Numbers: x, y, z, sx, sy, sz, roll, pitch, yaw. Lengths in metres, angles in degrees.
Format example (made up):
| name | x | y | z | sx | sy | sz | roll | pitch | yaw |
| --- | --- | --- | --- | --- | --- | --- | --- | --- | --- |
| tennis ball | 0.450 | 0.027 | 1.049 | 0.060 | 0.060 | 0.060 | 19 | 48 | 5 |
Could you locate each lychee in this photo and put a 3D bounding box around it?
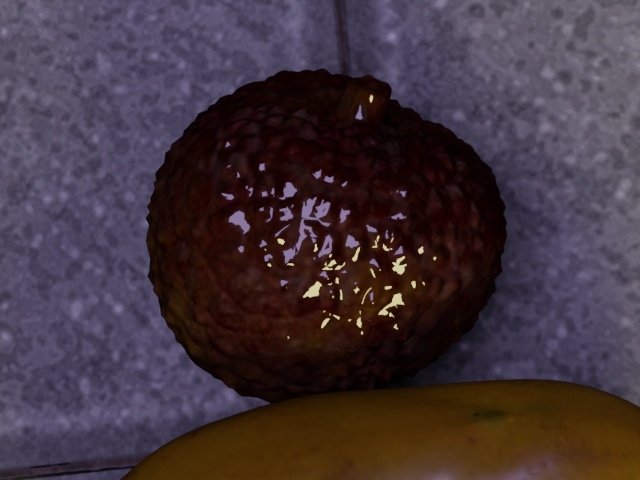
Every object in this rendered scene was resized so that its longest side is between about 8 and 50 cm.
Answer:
| name | x | y | z | sx | sy | sz | roll | pitch | yaw |
| --- | --- | --- | --- | --- | --- | --- | --- | --- | --- |
| lychee | 0.000 | 0.000 | 1.329 | 0.260 | 0.260 | 0.261 | -3 | 81 | 16 |

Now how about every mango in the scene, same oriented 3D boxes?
| name | x | y | z | sx | sy | sz | roll | pitch | yaw |
| --- | --- | --- | --- | --- | --- | --- | --- | --- | --- |
| mango | 0.040 | 0.229 | 1.263 | 0.445 | 0.232 | 0.300 | -23 | 117 | 14 |
